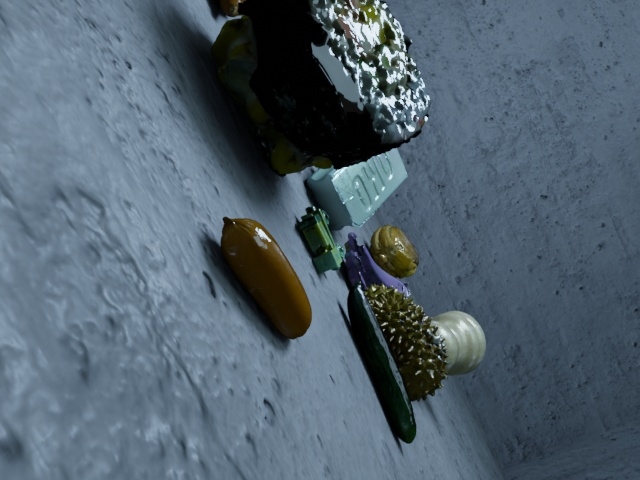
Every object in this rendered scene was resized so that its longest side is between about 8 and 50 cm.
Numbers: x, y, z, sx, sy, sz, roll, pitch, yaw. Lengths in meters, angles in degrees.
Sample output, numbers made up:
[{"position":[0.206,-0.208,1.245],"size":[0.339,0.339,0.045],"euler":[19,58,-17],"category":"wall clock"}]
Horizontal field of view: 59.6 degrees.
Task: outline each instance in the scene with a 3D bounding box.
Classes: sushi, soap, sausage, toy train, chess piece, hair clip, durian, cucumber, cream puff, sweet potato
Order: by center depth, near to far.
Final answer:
[{"position":[-0.050,0.043,0.582],"size":[0.183,0.054,0.062],"euler":[61,38,-33],"category":"sausage"},{"position":[-0.020,-0.251,0.898],"size":[0.328,0.285,0.329],"euler":[55,35,-22],"category":"sushi"},{"position":[0.000,0.000,0.963],"size":[0.122,0.050,0.081],"euler":[65,17,-5],"category":"toy train"},{"position":[0.102,0.208,0.965],"size":[0.056,0.056,0.284],"euler":[27,41,-74],"category":"cucumber"},{"position":[0.169,0.187,1.097],"size":[0.183,0.138,0.250],"euler":[-35,94,-41],"category":"durian"},{"position":[-0.178,-0.549,1.207],"size":[0.112,0.112,0.359],"euler":[58,15,-34],"category":"sweet potato"},{"position":[0.106,0.084,1.220],"size":[0.278,0.090,0.137],"euler":[40,38,-49],"category":"hair clip"},{"position":[0.090,-0.142,1.279],"size":[0.261,0.094,0.150],"euler":[-46,113,-40],"category":"soap"},{"position":[0.284,0.258,1.367],"size":[0.299,0.167,0.167],"euler":[9,54,-57],"category":"chess piece"},{"position":[0.227,0.041,1.778],"size":[0.189,0.129,0.189],"euler":[50,19,-25],"category":"cream puff"}]

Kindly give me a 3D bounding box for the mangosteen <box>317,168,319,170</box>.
[{"position":[0.068,-0.164,1.405],"size":[0.137,0.151,0.137],"euler":[55,-8,12],"category":"mangosteen"}]
